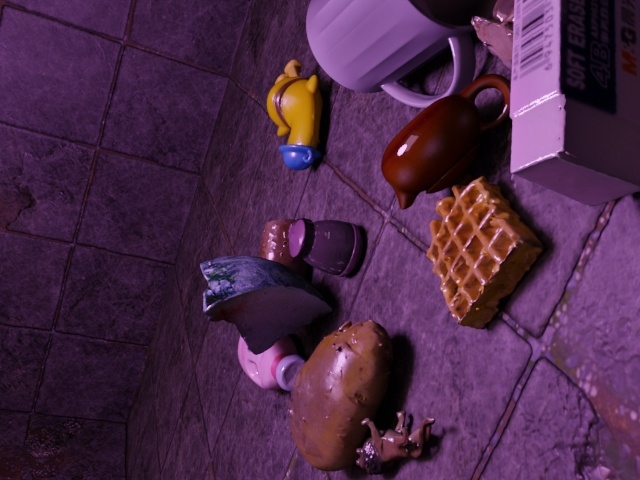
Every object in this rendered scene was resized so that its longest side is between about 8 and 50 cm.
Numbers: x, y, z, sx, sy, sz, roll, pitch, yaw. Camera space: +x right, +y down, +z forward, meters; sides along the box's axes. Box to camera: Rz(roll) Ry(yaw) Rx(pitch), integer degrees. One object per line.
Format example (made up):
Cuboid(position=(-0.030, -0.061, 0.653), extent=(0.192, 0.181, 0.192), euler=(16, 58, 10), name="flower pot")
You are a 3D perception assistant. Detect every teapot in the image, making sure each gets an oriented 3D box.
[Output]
Cuboid(position=(0.200, -0.148, 0.975), extent=(0.252, 0.135, 0.178), euler=(-42, 1, 24), name="teapot")
Cuboid(position=(0.004, -0.004, 1.310), extent=(0.116, 0.146, 0.148), euler=(126, 149, -44), name="teapot")

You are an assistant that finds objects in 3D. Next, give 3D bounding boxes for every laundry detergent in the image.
Cuboid(position=(-0.116, 0.285, 1.513), extent=(0.335, 0.088, 0.159), euler=(-170, 89, -68), name="laundry detergent")

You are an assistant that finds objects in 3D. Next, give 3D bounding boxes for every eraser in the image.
Cuboid(position=(0.279, -0.192, 0.687), extent=(0.086, 0.130, 0.287), euler=(-27, 51, 61), name="eraser")

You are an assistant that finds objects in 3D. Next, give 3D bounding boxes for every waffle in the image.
Cuboid(position=(0.221, -0.002, 0.912), extent=(0.211, 0.055, 0.160), euler=(-104, 34, -50), name="waffle")

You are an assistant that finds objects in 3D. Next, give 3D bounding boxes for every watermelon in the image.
Cuboid(position=(-0.167, 0.135, 1.361), extent=(0.289, 0.320, 0.214), euler=(19, 106, 42), name="watermelon")

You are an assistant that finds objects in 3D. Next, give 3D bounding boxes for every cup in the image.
Cuboid(position=(0.147, -0.381, 1.125), extent=(0.327, 0.236, 0.323), euler=(-18, 91, 64), name="cup")

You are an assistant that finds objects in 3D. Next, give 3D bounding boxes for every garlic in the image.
Cuboid(position=(0.301, -0.309, 0.844), extent=(0.194, 0.127, 0.131), euler=(-52, 40, -9), name="garlic")

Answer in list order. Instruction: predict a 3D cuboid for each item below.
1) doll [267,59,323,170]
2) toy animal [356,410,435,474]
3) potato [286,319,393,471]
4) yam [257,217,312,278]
Cuboid(position=(-0.060, -0.340, 1.675), extent=(0.199, 0.145, 0.363), euler=(-50, 40, 39), name="doll")
Cuboid(position=(0.119, 0.301, 0.975), extent=(0.086, 0.069, 0.220), euler=(67, 149, 22), name="toy animal")
Cuboid(position=(0.034, 0.264, 1.100), extent=(0.296, 0.141, 0.191), euler=(-64, 27, 23), name="potato")
Cuboid(position=(-0.092, 0.059, 1.529), extent=(0.129, 0.128, 0.238), euler=(163, 118, -66), name="yam")
